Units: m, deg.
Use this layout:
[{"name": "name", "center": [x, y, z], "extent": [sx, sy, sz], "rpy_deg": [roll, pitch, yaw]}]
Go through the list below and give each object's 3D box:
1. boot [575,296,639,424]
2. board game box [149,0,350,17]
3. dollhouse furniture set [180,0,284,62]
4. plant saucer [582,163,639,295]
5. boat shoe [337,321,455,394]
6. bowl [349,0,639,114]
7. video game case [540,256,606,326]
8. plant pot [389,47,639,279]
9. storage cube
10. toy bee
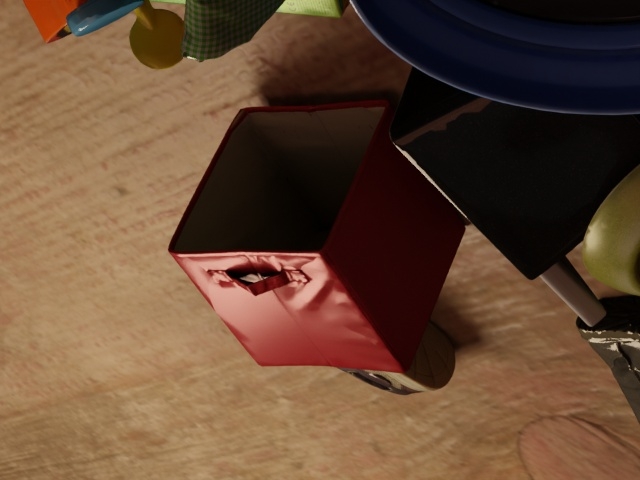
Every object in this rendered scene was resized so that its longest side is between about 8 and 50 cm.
[{"name": "boot", "center": [0.365, 0.146, 1.820], "extent": [0.190, 0.076, 0.208], "rpy_deg": [4, 133, 52]}, {"name": "board game box", "center": [-0.105, -0.268, 1.662], "extent": [0.259, 0.039, 0.124], "rpy_deg": [6, 138, 25]}, {"name": "dollhouse furniture set", "center": [0.028, -0.269, 1.339], "extent": [0.151, 0.301, 0.197], "rpy_deg": [19, 141, 18]}, {"name": "plant saucer", "center": [0.335, -0.023, 1.528], "extent": [0.241, 0.241, 0.037], "rpy_deg": [90, 158, -56]}, {"name": "boat shoe", "center": [0.010, 0.083, 1.963], "extent": [0.285, 0.102, 0.092], "rpy_deg": [32, 140, -14]}, {"name": "bowl", "center": [0.204, -0.226, 1.252], "extent": [0.391, 0.077, 0.391], "rpy_deg": [2, 150, 1]}, {"name": "video game case", "center": [0.164, -0.029, 1.673], "extent": [0.023, 0.193, 0.212], "rpy_deg": [-43, 110, 8]}, {"name": "plant pot", "center": [0.196, -0.114, 1.535], "extent": [0.167, 0.187, 0.188], "rpy_deg": [-30, 116, 36]}, {"name": "storage cube", "center": [0.000, 0.000, 1.775], "extent": [0.184, 0.215, 0.193], "rpy_deg": [-1, 141, 34]}, {"name": "toy bee", "center": [-0.160, -0.242, 1.593], "extent": [0.298, 0.162, 0.195], "rpy_deg": [28, 142, 62]}]
